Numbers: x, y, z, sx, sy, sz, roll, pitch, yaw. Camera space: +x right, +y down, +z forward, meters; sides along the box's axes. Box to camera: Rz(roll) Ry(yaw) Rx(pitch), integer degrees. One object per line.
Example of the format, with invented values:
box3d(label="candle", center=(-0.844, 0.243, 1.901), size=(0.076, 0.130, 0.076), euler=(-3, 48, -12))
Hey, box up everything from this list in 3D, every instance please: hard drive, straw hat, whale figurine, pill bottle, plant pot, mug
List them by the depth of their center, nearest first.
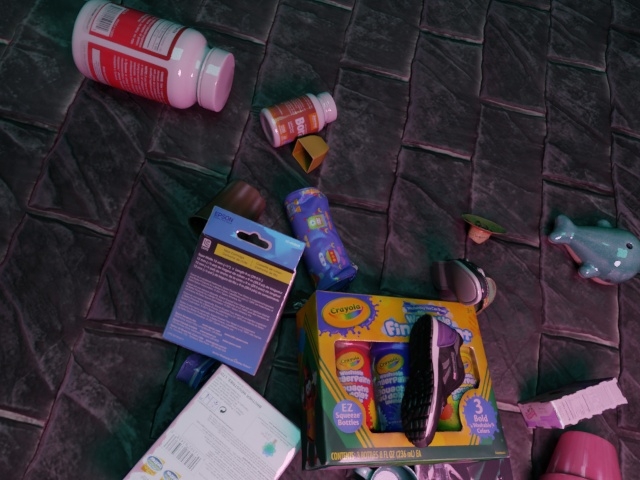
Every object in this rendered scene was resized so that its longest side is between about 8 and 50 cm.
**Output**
box3d(label="mug", center=(0.162, 0.589, 1.125), size=(0.129, 0.097, 0.157), euler=(-22, 75, -14))
box3d(label="plant pot", center=(0.656, 0.591, 1.155), size=(0.201, 0.201, 0.180), euler=(29, 54, 3))
box3d(label="hard drive", center=(0.354, 0.565, 1.183), size=(0.255, 0.054, 0.172), euler=(-2, 71, -9))
box3d(label="plant pot", center=(-0.244, -0.069, 1.270), size=(0.167, 0.167, 0.165), euler=(31, 63, 3))
box3d(label="pill bottle", center=(-0.471, -0.524, 1.354), size=(0.408, 0.229, 0.229), euler=(19, 69, -2))
box3d(label="whale figurine", center=(0.834, 0.014, 1.396), size=(0.272, 0.141, 0.216), euler=(32, 70, 4))
box3d(label="straw hat", center=(0.479, -0.025, 1.400), size=(0.144, 0.144, 0.061), euler=(17, 110, -2))
box3d(label="plant pot", center=(-0.022, -0.270, 1.410), size=(0.083, 0.081, 0.081), euler=(-30, 77, -27))
box3d(label="pill bottle", center=(-0.065, -0.375, 1.416), size=(0.216, 0.121, 0.121), euler=(-24, 76, -15))

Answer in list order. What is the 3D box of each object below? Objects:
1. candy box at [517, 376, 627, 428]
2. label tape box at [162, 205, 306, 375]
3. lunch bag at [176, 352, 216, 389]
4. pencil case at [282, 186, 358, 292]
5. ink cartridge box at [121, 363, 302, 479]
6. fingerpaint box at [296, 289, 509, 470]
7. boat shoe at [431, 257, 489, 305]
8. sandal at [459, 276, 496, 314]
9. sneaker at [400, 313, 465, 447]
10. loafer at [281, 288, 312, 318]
box3d(label="candy box", center=(0.651, 0.425, 1.214), size=(0.196, 0.165, 0.070), euler=(-15, 72, -12))
box3d(label="label tape box", center=(-0.206, 0.121, 1.161), size=(0.249, 0.115, 0.347), euler=(22, 91, 3))
box3d(label="lunch bag", center=(-0.302, 0.322, 1.157), size=(0.065, 0.098, 0.067), euler=(31, 100, 6))
box3d(label="pencil case", center=(0.000, 0.000, 1.295), size=(0.133, 0.119, 0.306), euler=(-20, 75, -7))
box3d(label="ink cartridge box", center=(-0.258, 0.522, 1.060), size=(0.270, 0.151, 0.395), euler=(39, 68, 5))
box3d(label="fingerpaint box", center=(0.181, 0.330, 1.104), size=(0.445, 0.163, 0.371), euler=(8, 59, -18))
box3d(label="boat shoe", center=(0.381, 0.095, 1.222), size=(0.091, 0.302, 0.114), euler=(-7, 99, -5))
box3d(label="sandal", center=(0.446, 0.174, 1.335), size=(0.180, 0.049, 0.072), euler=(-37, 80, -18))
box3d(label="sneaker", center=(0.259, 0.303, 0.993), size=(0.124, 0.107, 0.283), euler=(26, 55, -14))
box3d(label="loafer", center=(-0.047, 0.168, 1.251), size=(0.220, 0.080, 0.078), euler=(3, 71, -7))
